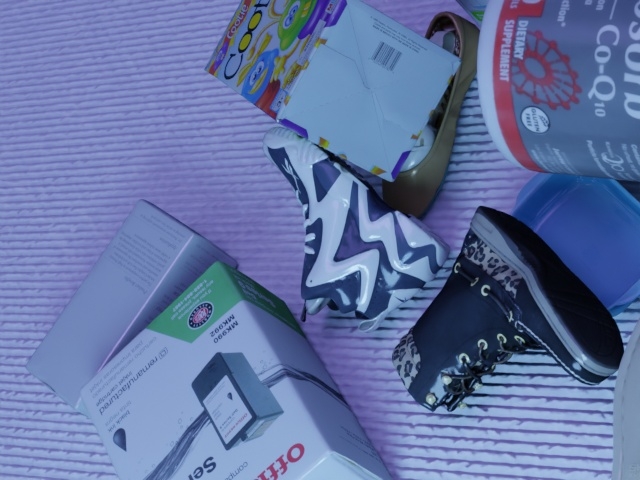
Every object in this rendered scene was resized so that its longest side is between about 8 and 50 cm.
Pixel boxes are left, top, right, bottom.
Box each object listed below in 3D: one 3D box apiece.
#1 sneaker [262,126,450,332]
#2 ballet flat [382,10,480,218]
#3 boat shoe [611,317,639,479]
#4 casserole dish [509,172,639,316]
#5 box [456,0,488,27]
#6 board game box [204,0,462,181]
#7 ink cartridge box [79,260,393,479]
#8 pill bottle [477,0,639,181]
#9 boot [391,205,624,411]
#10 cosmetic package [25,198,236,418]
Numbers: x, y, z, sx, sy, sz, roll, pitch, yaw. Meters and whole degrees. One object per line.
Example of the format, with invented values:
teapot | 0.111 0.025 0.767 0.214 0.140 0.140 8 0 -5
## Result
sneaker | 0.000 0.000 1.702 0.235 0.094 0.153 38 96 15
ballet flat | 0.104 -0.133 1.746 0.080 0.073 0.232 5 67 38
boat shoe | 0.306 0.171 1.374 0.116 0.096 0.324 -11 56 46
casserole dish | 0.251 0.001 1.569 0.114 0.037 0.188 -45 45 6
box | 0.232 -0.309 1.645 0.262 0.231 0.127 1 64 40
board game box | 0.004 -0.180 1.735 0.142 0.144 0.275 -61 24 6
ink cartridge box | -0.085 0.195 1.652 0.211 0.121 0.289 -43 45 9
pill bottle | 0.338 -0.150 1.464 0.363 0.210 0.210 7 68 34
boot | 0.164 0.098 1.521 0.179 0.085 0.236 -57 37 19
cosmetic package | -0.207 0.082 1.852 0.117 0.085 0.231 32 87 46
